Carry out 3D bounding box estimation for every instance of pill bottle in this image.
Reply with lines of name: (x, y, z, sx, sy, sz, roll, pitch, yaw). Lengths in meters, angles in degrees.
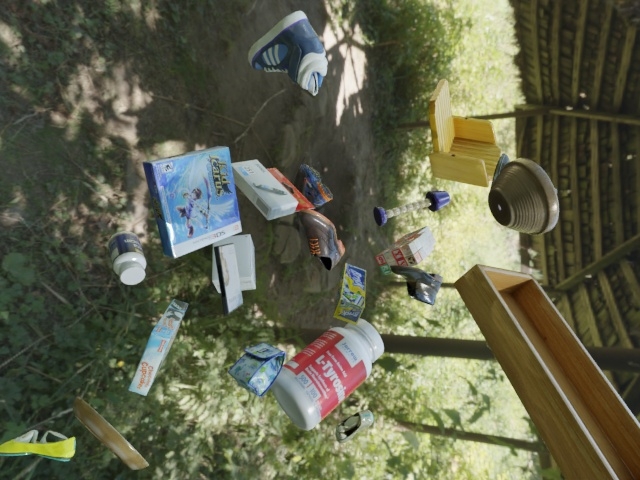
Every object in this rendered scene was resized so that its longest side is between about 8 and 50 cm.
pill bottle: (0.036, 0.468, 1.496, 0.407, 0.229, 0.229, -32, 125, -30)
pill bottle: (-0.598, 0.056, 1.273, 0.169, 0.094, 0.094, 53, -8, 39)

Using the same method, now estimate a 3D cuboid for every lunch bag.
lunch bag: (-0.193, 0.394, 1.288, 0.151, 0.128, 0.096, -45, 119, -30)

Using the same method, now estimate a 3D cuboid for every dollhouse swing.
dollhouse swing: (0.611, -0.465, 1.699, 0.305, 0.314, 0.347, 87, 26, -43)

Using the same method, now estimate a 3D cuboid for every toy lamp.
toy lamp: (0.322, -0.117, 1.426, 0.080, 0.274, 0.080, 165, -90, -79)

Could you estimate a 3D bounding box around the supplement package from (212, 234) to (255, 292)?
supplement package: (-0.459, 0.122, 2.177, 0.145, 0.203, 0.262, 88, -6, -57)

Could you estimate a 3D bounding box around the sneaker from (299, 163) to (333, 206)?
sneaker: (-0.037, -0.230, 1.682, 0.083, 0.087, 0.221, 21, 34, -51)

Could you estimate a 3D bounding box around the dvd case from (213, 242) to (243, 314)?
dvd case: (-0.348, 0.140, 1.560, 0.180, 0.022, 0.253, -31, 113, -83)

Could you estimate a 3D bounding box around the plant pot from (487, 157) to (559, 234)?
plant pot: (0.581, -0.117, 1.222, 0.237, 0.109, 0.238, 160, -90, -86)

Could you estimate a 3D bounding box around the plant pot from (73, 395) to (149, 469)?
plant pot: (-0.500, 0.460, 0.960, 0.032, 0.236, 0.237, -45, 135, -36)

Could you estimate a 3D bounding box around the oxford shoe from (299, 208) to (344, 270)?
oxford shoe: (0.000, 0.000, 1.373, 0.271, 0.096, 0.098, 53, 53, -41)

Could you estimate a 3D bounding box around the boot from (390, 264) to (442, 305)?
boot: (0.323, 0.151, 1.392, 0.219, 0.082, 0.106, 17, 80, -23)

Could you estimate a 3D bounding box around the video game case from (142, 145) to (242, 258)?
video game case: (-0.356, -0.117, 1.180, 0.244, 0.061, 0.270, -28, 121, -44)

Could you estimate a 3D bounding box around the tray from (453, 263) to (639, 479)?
tray: (0.414, 0.235, 0.725, 0.202, 0.076, 0.411, 11, 45, -35)

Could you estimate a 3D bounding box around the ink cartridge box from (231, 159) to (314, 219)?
ink cartridge box: (-0.191, -0.222, 1.670, 0.261, 0.296, 0.066, -19, 146, -43)

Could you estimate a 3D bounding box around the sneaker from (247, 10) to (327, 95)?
sneaker: (-0.107, -0.587, 1.394, 0.130, 0.322, 0.236, -36, 104, -36)

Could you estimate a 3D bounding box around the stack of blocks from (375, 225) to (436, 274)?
stack of blocks: (0.383, 0.032, 1.728, 0.297, 0.171, 0.087, -30, 94, -49)

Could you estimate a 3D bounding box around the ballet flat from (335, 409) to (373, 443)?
ballet flat: (0.075, 0.496, 1.097, 0.052, 0.168, 0.057, 13, 40, -33)

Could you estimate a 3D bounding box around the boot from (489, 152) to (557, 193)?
boot: (0.713, -0.204, 1.427, 0.076, 0.208, 0.190, 59, 49, -64)

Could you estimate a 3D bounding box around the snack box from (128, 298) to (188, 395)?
snack box: (-0.510, 0.326, 1.314, 0.322, 0.060, 0.187, -130, -117, -77)

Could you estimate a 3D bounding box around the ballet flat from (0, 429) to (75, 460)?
ballet flat: (-0.881, 0.634, 1.275, 0.077, 0.230, 0.077, 105, -8, -69)

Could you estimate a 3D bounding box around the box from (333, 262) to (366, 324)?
box: (0.071, 0.122, 0.965, 0.169, 0.059, 0.054, -74, -175, -64)

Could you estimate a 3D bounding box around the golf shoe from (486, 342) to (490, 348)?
golf shoe: (0.520, 0.252, 1.074, 0.086, 0.176, 0.069, 53, 44, -29)
